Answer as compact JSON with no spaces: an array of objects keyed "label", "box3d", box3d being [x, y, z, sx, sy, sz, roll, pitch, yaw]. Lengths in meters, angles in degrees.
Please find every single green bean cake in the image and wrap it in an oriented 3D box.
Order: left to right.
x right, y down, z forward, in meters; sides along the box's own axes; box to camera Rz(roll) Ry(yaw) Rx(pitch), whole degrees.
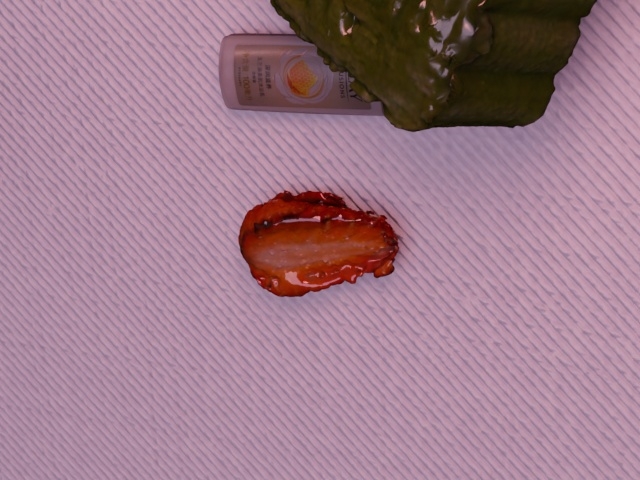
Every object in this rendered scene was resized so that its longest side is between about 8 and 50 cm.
[{"label":"green bean cake","box3d":[0.099,-0.288,1.213,0.335,0.218,0.319,43,125,41]}]

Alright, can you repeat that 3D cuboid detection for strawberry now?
[{"label":"strawberry","box3d":[0.000,0.000,1.497,0.188,0.082,0.121,-2,127,13]}]

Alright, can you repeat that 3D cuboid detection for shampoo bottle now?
[{"label":"shampoo bottle","box3d":[0.002,-0.181,1.438,0.227,0.056,0.086,5,110,20]}]
